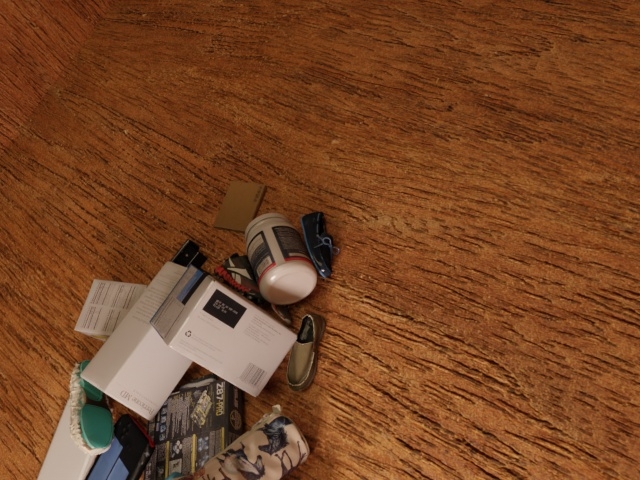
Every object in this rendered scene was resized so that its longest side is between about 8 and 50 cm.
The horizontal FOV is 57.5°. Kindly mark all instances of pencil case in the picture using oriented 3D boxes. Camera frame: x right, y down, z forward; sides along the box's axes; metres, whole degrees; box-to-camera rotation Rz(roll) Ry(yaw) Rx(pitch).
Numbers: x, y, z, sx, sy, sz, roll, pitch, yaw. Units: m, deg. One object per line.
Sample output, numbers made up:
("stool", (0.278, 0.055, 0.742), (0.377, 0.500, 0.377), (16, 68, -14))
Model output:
("pencil case", (-0.232, 0.627, 1.584), (0.183, 0.410, 0.160), (59, 142, 9))

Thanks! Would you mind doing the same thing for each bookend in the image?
("bookend", (-0.473, 0.103, 2.141), (0.157, 0.072, 0.156), (34, 83, 34))

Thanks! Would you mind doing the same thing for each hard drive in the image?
("hard drive", (-0.862, 0.723, 2.039), (0.203, 0.040, 0.307), (4, 67, 28))

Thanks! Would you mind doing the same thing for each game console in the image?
("game console", (-0.661, 0.758, 1.816), (0.342, 0.060, 0.386), (1, 62, 63))

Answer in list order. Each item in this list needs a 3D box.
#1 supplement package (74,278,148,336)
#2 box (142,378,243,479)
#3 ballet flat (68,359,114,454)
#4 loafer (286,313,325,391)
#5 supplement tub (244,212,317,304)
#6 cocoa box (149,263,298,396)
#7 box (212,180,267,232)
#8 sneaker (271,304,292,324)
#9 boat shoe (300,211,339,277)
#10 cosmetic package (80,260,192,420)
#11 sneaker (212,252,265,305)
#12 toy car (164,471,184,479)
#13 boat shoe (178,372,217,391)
("supplement package", (-0.683, 0.270, 2.081), (0.263, 0.199, 0.198), (3, 67, 28))
("box", (-0.393, 0.651, 1.789), (0.318, 0.097, 0.394), (-22, 52, 20))
("ballet flat", (-0.789, 0.585, 1.976), (0.147, 0.147, 0.409), (-38, 39, 4))
("loafer", (-0.058, 0.339, 1.810), (0.094, 0.087, 0.251), (2, 66, 27))
("supplement tub", (-0.136, 0.059, 1.917), (0.191, 0.191, 0.272), (-32, 48, 8))
("cocoa box", (-0.295, 0.269, 1.775), (0.231, 0.347, 0.228), (-56, 31, -9))
("box", (-0.305, -0.129, 2.207), (0.164, 0.021, 0.201), (9, 70, 29))
("sneaker", (-0.128, 0.208, 1.930), (0.065, 0.061, 0.158), (-36, 56, -2))
("boat shoe", (0.000, 0.000, 1.944), (0.089, 0.109, 0.258), (-24, 59, 9))
("cosmetic package", (-0.526, 0.321, 1.906), (0.161, 0.230, 0.453), (14, 62, 40))
("sneaker", (-0.255, 0.123, 1.992), (0.135, 0.097, 0.276), (-51, 42, -9))
("toy car", (-0.486, 0.756, 1.566), (0.219, 0.238, 0.210), (-41, 54, 5))
("boat shoe", (-0.405, 0.477, 1.940), (0.142, 0.049, 0.040), (-18, 40, 16))
